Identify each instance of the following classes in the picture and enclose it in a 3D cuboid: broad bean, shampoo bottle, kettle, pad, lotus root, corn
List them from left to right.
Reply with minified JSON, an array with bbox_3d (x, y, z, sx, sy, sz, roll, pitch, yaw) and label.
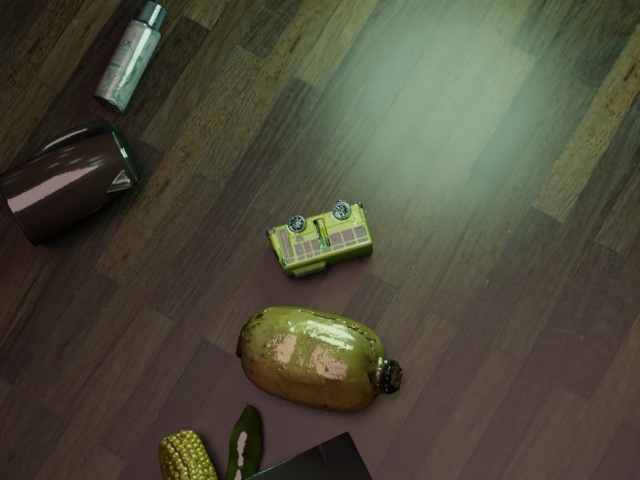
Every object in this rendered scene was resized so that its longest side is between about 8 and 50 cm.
[{"bbox_3d":[-0.448,-0.117,1.885,0.232,0.144,0.202,-27,45,-7],"label":"kettle"},{"bbox_3d":[-0.353,-0.346,1.948,0.072,0.072,0.214,22,80,10],"label":"shampoo bottle"},{"bbox_3d":[-0.196,0.469,1.731,0.101,0.101,0.310,-14,76,2],"label":"corn"},{"bbox_3d":[-0.129,0.402,1.765,0.065,0.046,0.254,0,78,-10],"label":"broad bean"},{"bbox_3d":[-0.040,0.463,1.713,0.300,0.005,0.202,-22,75,-20],"label":"pad"},{"bbox_3d":[-0.001,0.200,1.752,0.284,0.146,0.160,12,98,15],"label":"lotus root"}]

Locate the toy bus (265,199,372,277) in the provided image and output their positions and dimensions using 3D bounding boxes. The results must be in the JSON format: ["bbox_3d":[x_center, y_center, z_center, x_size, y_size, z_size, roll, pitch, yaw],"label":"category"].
[{"bbox_3d":[0.000,0.000,1.824,0.175,0.088,0.101,-17,78,0],"label":"toy bus"}]
